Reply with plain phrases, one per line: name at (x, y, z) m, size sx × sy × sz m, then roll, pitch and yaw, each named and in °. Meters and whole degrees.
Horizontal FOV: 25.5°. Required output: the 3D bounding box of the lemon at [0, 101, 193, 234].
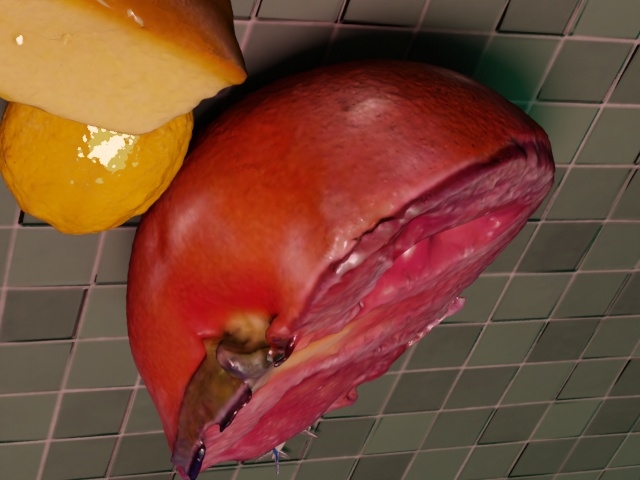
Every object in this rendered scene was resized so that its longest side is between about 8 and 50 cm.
lemon at (-0.136, -0.071, 0.879) m, size 0.114 × 0.114 × 0.155 m, roll 19°, pitch 122°, yaw -39°

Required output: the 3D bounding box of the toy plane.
toy plane at (-0.033, 0.172, 1.266) m, size 0.078 × 0.024 × 0.084 m, roll -1°, pitch 129°, yaw -24°

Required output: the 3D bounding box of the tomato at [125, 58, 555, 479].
tomato at (-0.005, 0.000, 0.984) m, size 0.289 × 0.176 × 0.335 m, roll -16°, pitch 149°, yaw -50°

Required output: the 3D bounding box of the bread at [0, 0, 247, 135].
bread at (-0.135, -0.197, 0.553) m, size 0.138 × 0.361 × 0.077 m, roll 20°, pitch 130°, yaw -41°
